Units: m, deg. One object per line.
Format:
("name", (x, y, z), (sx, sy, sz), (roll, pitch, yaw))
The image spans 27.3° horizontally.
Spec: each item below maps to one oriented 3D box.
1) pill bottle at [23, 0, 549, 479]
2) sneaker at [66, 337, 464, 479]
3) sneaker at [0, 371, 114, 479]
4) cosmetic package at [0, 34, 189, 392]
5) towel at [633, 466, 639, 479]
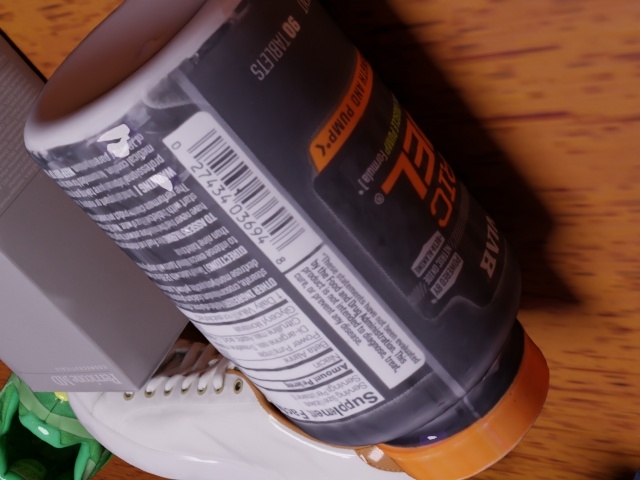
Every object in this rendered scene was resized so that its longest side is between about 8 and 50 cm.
("pill bottle", (0.000, 0.000, 0.570), (0.130, 0.130, 0.245), (-6, 133, 50))
("sneaker", (-0.042, 0.086, 0.807), (0.290, 0.106, 0.123), (13, 128, 29))
("sneaker", (-0.214, 0.144, 1.027), (0.109, 0.123, 0.295), (33, 153, 2))
("cosmetic package", (-0.187, -0.019, 0.768), (0.127, 0.107, 0.238), (-9, 127, 49))
("towel", (0.209, 0.168, 0.679), (0.119, 0.067, 0.029), (26, 153, 16))
